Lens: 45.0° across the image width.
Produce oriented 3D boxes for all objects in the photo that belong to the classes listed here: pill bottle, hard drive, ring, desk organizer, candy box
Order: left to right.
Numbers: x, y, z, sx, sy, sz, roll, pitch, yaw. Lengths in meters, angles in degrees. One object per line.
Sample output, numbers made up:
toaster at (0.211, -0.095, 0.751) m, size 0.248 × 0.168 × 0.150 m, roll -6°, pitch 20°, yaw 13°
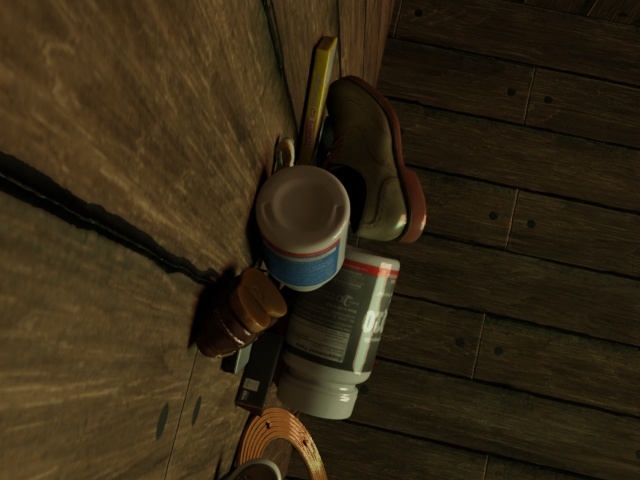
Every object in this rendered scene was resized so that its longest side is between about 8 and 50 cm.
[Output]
hard drive at (-0.102, 0.106, 1.054) m, size 0.094 × 0.022 × 0.135 m, roll -19°, pitch 122°, yaw -85°
desk organizer at (-0.099, 0.218, 1.266) m, size 0.050 × 0.047 × 0.130 m, roll 100°, pitch 4°, yaw -58°
ring at (-0.070, 0.486, 1.466) m, size 0.336 × 0.032 × 0.336 m, roll 48°, pitch 32°, yaw -44°
pill bottle at (-0.024, -0.004, 1.078) m, size 0.221 × 0.124 × 0.124 m, roll 93°, pitch 11°, yaw -67°
candy box at (-0.006, -0.230, 1.294) m, size 0.105 × 0.027 × 0.205 m, roll -78°, pitch 179°, yaw -63°
pill bottle at (0.026, 0.150, 1.331) m, size 0.161 × 0.161 × 0.283 m, roll -23°, pitch 128°, yaw -85°

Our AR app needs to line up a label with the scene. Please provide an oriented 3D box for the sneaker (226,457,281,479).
sneaker at (-0.138, 0.465, 1.241) m, size 0.123 × 0.106 × 0.290 m, roll -111°, pitch -141°, yaw -79°

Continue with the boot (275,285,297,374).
boot at (-0.021, 0.141, 1.514) m, size 0.264 × 0.096 × 0.280 m, roll -48°, pitch 140°, yaw -43°

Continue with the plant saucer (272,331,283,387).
plant saucer at (-0.058, 0.190, 1.715) m, size 0.310 × 0.050 × 0.310 m, roll 13°, pitch 90°, yaw -87°

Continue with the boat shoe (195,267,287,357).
boat shoe at (-0.092, 0.081, 0.879) m, size 0.073 × 0.073 × 0.207 m, roll -40°, pitch 177°, yaw 9°

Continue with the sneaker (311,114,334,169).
sneaker at (0.037, -0.136, 1.499) m, size 0.216 × 0.121 × 0.079 m, roll 98°, pitch 7°, yaw -45°

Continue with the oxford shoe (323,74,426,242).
oxford shoe at (0.061, -0.150, 1.298) m, size 0.123 × 0.130 × 0.348 m, roll -60°, pitch -138°, yaw 44°

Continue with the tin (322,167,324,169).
tin at (0.003, -0.085, 1.434) m, size 0.189 × 0.040 × 0.106 m, roll -60°, pitch 172°, yaw 33°

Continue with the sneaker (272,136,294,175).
sneaker at (-0.048, -0.105, 1.082) m, size 0.037 × 0.032 × 0.083 m, roll -71°, pitch 173°, yaw -56°

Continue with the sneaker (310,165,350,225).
sneaker at (0.009, -0.044, 1.194) m, size 0.178 × 0.077 × 0.072 m, roll 81°, pitch 24°, yaw -54°
